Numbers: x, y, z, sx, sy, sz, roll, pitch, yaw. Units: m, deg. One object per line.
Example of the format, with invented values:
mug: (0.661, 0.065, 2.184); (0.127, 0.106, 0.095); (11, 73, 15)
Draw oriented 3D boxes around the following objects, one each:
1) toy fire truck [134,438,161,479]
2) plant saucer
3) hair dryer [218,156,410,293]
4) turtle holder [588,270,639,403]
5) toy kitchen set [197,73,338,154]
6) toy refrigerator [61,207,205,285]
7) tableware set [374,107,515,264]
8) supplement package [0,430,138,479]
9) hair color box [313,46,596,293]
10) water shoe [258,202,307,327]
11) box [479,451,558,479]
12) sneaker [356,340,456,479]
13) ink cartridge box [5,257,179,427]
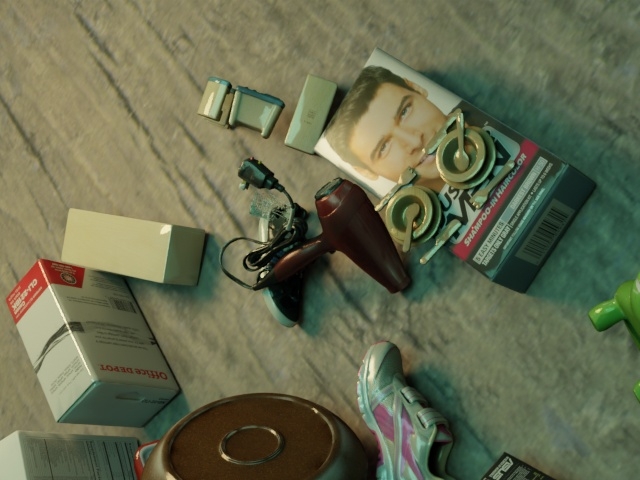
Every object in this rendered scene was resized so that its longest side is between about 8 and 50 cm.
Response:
toy fire truck: (-0.090, 0.356, 1.427); (0.169, 0.302, 0.254); (99, 149, -49)
plant saucer: (-0.092, 0.293, 1.360); (0.310, 0.310, 0.050); (16, 121, 37)
hair dryer: (0.000, 0.000, 1.504); (0.293, 0.080, 0.224); (21, 128, 10)
turtle holder: (0.441, 0.092, 1.100); (0.227, 0.243, 0.320); (-33, 98, 5)
toy kitchen set: (-0.086, -0.231, 1.693); (0.207, 0.166, 0.122); (20, 91, 0)
toy refrigerator: (-0.334, 0.010, 1.788); (0.269, 0.094, 0.102); (8, 89, 37)
tableware set: (0.155, -0.075, 1.354); (0.194, 0.039, 0.128); (-50, 56, 16)
supplement package: (-0.437, 0.445, 1.640); (0.199, 0.262, 0.198); (-32, 62, 25)
hair color box: (0.181, -0.107, 1.439); (0.374, 0.113, 0.185); (39, 102, 36)
water shoe: (-0.050, 0.035, 1.591); (0.080, 0.073, 0.203); (-20, 68, 27)
box: (0.231, 0.418, 1.176); (0.242, 0.077, 0.307); (24, 48, 36)
sneaker: (0.129, 0.259, 1.400); (0.111, 0.103, 0.252); (-20, 73, 25)
ink cartridge box: (-0.390, 0.179, 1.716); (0.114, 0.197, 0.273); (-46, 56, 19)
